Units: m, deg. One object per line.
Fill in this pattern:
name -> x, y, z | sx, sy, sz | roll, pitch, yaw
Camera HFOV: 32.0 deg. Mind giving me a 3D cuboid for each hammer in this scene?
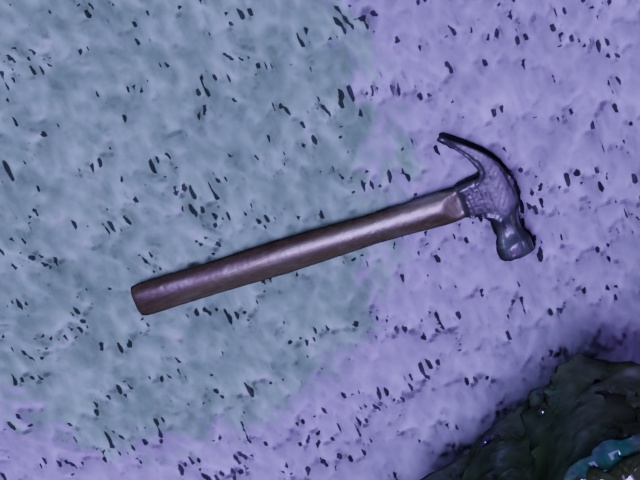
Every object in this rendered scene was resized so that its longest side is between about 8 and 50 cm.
hammer -> 0.000, 0.000, 0.499 | 0.182, 0.017, 0.062 | -16, 104, 9

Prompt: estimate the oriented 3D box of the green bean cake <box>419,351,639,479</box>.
green bean cake -> 0.120, 0.198, 0.468 | 0.241, 0.132, 0.255 | 41, 115, -6
